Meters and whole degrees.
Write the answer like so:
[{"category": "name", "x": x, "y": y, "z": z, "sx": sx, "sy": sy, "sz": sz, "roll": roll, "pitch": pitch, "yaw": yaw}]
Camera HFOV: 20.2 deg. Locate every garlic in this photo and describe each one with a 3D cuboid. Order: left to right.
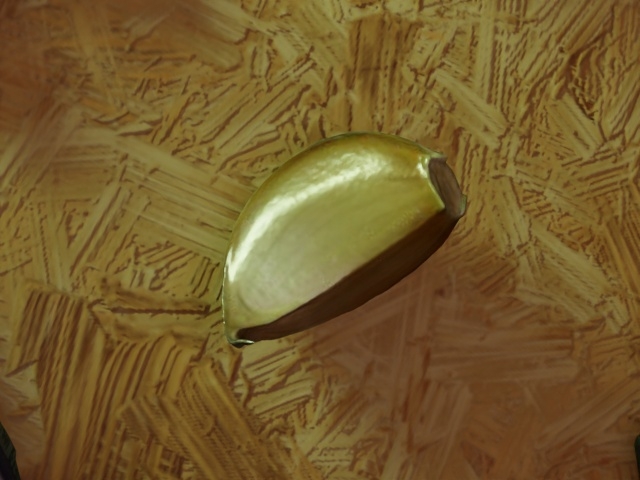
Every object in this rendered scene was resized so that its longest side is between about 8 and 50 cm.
[{"category": "garlic", "x": 0.005, "y": 0.007, "z": 1.332, "sx": 0.206, "sy": 0.128, "sz": 0.115, "roll": -38, "pitch": 145, "yaw": -8}]

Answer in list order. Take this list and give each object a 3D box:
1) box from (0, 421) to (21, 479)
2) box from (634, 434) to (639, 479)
[{"category": "box", "x": -0.368, "y": 0.224, "z": 1.184, "sx": 0.369, "sy": 0.112, "sz": 0.190, "roll": -29, "pitch": 127, "yaw": -17}, {"category": "box", "x": 0.307, "y": 0.202, "z": 1.465, "sx": 0.084, "sy": 0.069, "sz": 0.122, "roll": -11, "pitch": 95, "yaw": -17}]
